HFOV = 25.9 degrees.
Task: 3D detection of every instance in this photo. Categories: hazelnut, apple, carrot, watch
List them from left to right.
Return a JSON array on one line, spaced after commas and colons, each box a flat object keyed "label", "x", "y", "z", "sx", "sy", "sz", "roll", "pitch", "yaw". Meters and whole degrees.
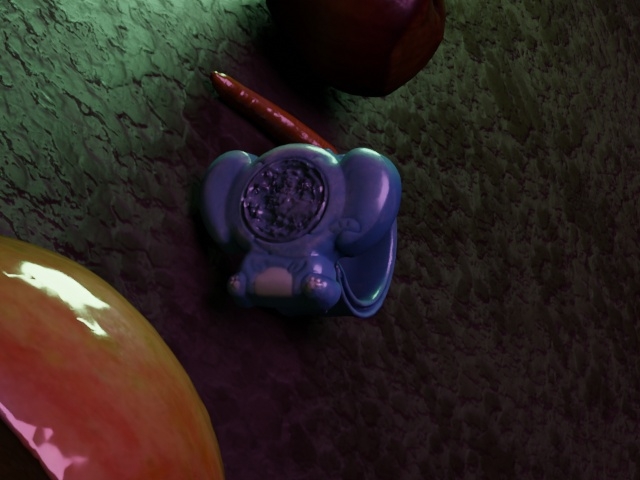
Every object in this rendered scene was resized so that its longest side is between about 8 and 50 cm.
[{"label": "apple", "x": -0.227, "y": 0.120, "z": 0.969, "sx": 0.309, "sy": 0.252, "sz": 0.314, "roll": 58, "pitch": 2, "yaw": -5}, {"label": "carrot", "x": -0.052, "y": -0.130, "z": 1.524, "sx": 0.190, "sy": 0.037, "sz": 0.037, "roll": 35, "pitch": 43, "yaw": -29}, {"label": "watch", "x": 0.000, "y": 0.000, "z": 1.402, "sx": 0.193, "sy": 0.211, "sz": 0.211, "roll": 39, "pitch": 38, "yaw": -59}, {"label": "hazelnut", "x": 0.042, "y": -0.280, "z": 1.616, "sx": 0.217, "sy": 0.217, "sz": 0.251, "roll": 54, "pitch": 26, "yaw": -12}]
